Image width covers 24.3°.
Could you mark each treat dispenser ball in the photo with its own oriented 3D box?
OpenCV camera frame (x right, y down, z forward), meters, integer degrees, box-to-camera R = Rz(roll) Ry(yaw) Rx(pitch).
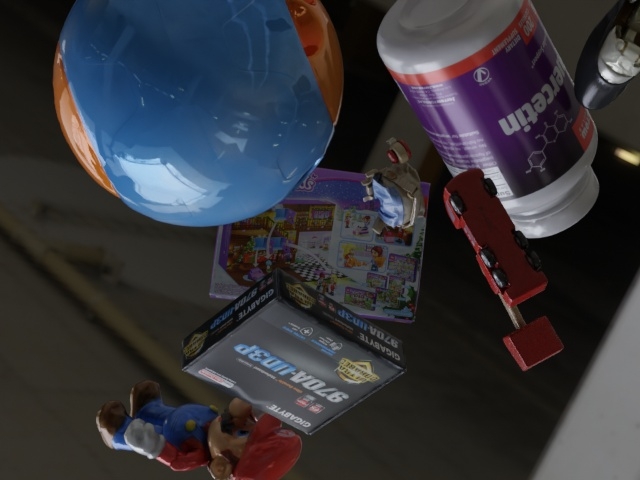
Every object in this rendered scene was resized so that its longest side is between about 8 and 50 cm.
[{"bbox_3d":[-0.120,-0.158,1.476,0.288,0.288,0.288,24,-166,-6],"label":"treat dispenser ball"}]

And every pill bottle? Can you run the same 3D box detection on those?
[{"bbox_3d":[0.212,-0.159,1.762,0.323,0.181,0.181,55,176,-32],"label":"pill bottle"}]

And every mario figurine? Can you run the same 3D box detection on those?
[{"bbox_3d":[-0.170,0.263,2.206,0.320,0.198,0.170,10,149,29],"label":"mario figurine"}]

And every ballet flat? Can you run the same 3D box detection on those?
[{"bbox_3d":[0.351,-0.238,1.676,0.074,0.203,0.074,29,-171,-5],"label":"ballet flat"}]

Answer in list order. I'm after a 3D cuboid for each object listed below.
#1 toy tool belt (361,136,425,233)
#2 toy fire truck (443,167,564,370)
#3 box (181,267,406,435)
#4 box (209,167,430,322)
[{"bbox_3d":[0.061,-0.045,1.311,0.052,0.051,0.083,44,159,42],"label":"toy tool belt"},{"bbox_3d":[0.185,0.030,1.516,0.192,0.047,0.135,61,173,15],"label":"toy fire truck"},{"bbox_3d":[-0.032,0.139,1.808,0.220,0.175,0.051,32,-145,-33],"label":"box"},{"bbox_3d":[0.000,0.000,2.109,0.293,0.201,0.057,8,173,-2],"label":"box"}]
